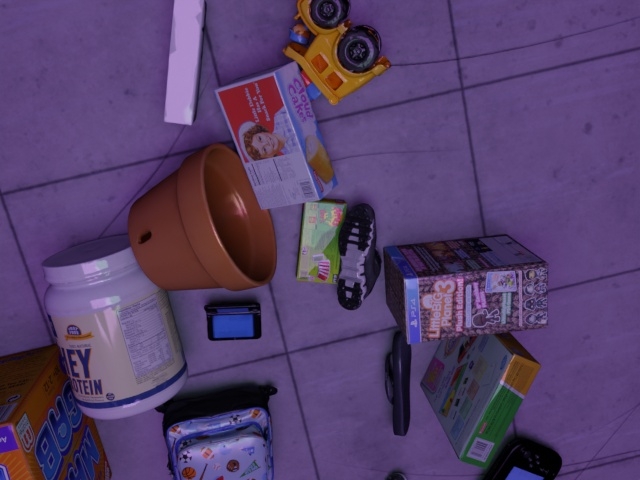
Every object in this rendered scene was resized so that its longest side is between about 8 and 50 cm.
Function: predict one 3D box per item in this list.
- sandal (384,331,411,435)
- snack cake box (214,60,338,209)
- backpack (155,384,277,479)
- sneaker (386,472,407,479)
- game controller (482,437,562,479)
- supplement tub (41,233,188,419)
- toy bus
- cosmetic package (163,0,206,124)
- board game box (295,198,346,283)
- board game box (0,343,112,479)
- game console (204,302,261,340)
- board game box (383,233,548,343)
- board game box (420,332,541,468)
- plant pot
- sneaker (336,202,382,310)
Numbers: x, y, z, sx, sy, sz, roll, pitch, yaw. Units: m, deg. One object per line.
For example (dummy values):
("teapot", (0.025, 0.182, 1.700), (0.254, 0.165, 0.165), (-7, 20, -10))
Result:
("sandal", (0.173, 0.335, 1.533), (0.054, 0.097, 0.255), (5, 105, 21))
("snack cake box", (-0.086, -0.204, 1.324), (0.152, 0.089, 0.265), (-6, 114, 34))
("backpack", (-0.216, 0.484, 1.482), (0.276, 0.213, 0.264), (-7, 116, -6))
("sneaker", (0.203, 0.683, 1.638), (0.086, 0.085, 0.237), (-12, 100, -45))
("game controller", (0.465, 0.636, 1.646), (0.166, 0.067, 0.319), (27, 101, -11))
("supplement tub", (-0.420, 0.171, 1.358), (0.235, 0.235, 0.325), (-12, 105, -2))
("toy bus", (0.001, -0.375, 1.314), (0.211, 0.149, 0.220), (-36, 103, 21))
("cosmetic package", (-0.265, -0.353, 1.306), (0.060, 0.099, 0.239), (7, 104, -7))
("board game box", (0.000, 0.000, 1.450), (0.092, 0.043, 0.181), (4, 104, -7))
("board game box", (-0.681, 0.474, 1.349), (0.356, 0.356, 0.357), (-13, 106, -2))
("game console", (-0.192, 0.180, 1.468), (0.122, 0.107, 0.071), (-2, 76, -5))
("board game box", (0.297, 0.095, 1.404), (0.290, 0.232, 0.141), (-6, 105, -3))
("board game box", (0.326, 0.289, 1.414), (0.064, 0.316, 0.242), (21, 102, -11))
("plant pot", (-0.240, -0.021, 1.317), (0.203, 0.291, 0.291), (-19, 106, 17))
("sneaker", (0.090, 0.029, 1.441), (0.078, 0.106, 0.234), (14, 109, 28))
